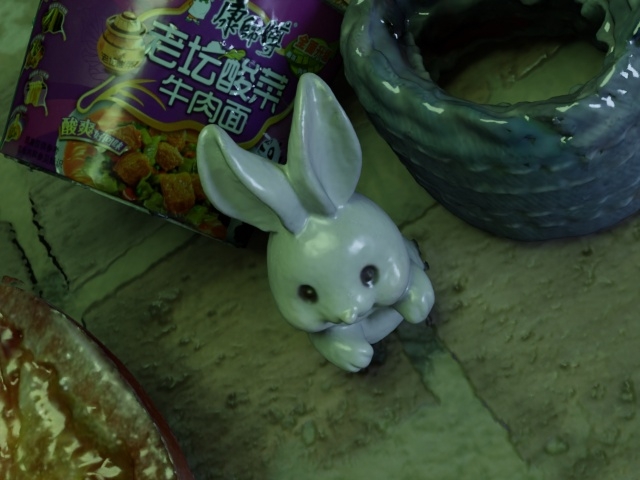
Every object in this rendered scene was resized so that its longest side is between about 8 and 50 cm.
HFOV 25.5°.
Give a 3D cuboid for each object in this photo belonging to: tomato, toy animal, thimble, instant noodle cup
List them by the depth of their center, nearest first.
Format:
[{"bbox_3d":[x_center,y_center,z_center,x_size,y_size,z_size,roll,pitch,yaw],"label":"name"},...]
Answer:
[{"bbox_3d":[0.002,0.000,0.949,0.103,0.221,0.131,-23,60,9],"label":"toy animal"},{"bbox_3d":[0.137,-0.123,0.966,0.236,0.172,0.205,28,81,31],"label":"thimble"},{"bbox_3d":[-0.216,0.207,1.002,0.338,0.143,0.338,-9,69,24],"label":"tomato"},{"bbox_3d":[-0.112,-0.113,1.046,0.251,0.251,0.190,20,88,29],"label":"instant noodle cup"}]
